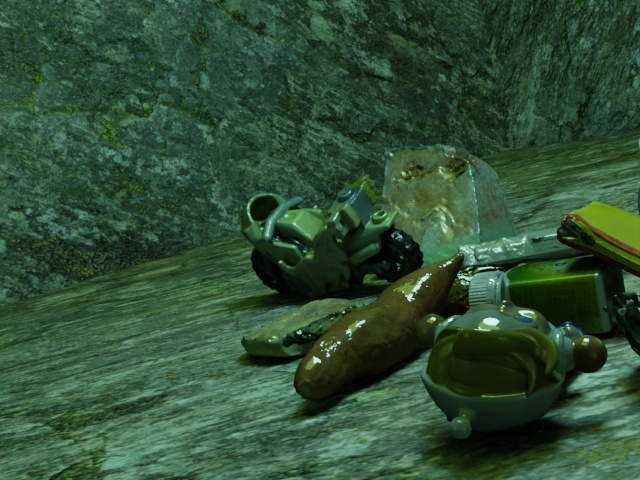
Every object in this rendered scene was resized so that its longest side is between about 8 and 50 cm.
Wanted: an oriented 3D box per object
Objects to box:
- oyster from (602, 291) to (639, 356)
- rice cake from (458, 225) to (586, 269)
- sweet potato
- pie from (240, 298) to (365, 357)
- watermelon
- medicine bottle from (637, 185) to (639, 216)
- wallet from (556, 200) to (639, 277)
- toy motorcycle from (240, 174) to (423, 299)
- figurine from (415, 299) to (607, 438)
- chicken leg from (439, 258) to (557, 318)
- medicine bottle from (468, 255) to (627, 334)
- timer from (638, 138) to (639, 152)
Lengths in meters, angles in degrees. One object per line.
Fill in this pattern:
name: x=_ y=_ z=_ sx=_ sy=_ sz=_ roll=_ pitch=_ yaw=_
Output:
oyster: x=0.389 y=0.104 z=0.907 sx=0.252 sy=0.087 sz=0.199 roll=26 pitch=-3 yaw=36
rice cake: x=0.380 y=0.015 z=1.686 sx=0.256 sy=0.057 sz=0.052 roll=-11 pitch=6 yaw=10
sweet potato: x=0.081 y=0.128 z=1.251 sx=0.354 sy=0.095 sz=0.106 roll=-33 pitch=-26 yaw=-39
pie: x=-0.030 y=0.139 z=1.493 sx=0.218 sy=0.052 sz=0.185 roll=-19 pitch=11 yaw=-28
watermelon: x=0.257 y=-0.049 z=1.895 sx=0.264 sy=0.302 sz=0.151 roll=-9 pitch=-29 yaw=32
medicine bottle: x=0.574 y=-0.046 z=1.411 sx=0.165 sy=0.165 sz=0.273 roll=-10 pitch=8 yaw=20
wallet: x=0.428 y=0.024 z=1.170 sx=0.241 sy=0.067 sz=0.141 roll=26 pitch=24 yaw=27
toy motorcycle: x=0.000 y=0.000 z=1.807 sx=0.410 sy=0.237 sz=0.169 roll=-6 pitch=37 yaw=38
figurine: x=0.196 y=0.127 z=0.981 sx=0.193 sy=0.133 sz=0.274 roll=6 pitch=1 yaw=9
chicken leg: x=0.259 y=0.075 z=1.431 sx=0.322 sy=0.083 sz=0.177 roll=-8 pitch=0 yaw=20
medicine bottle: x=0.304 y=0.078 z=1.244 sx=0.188 sy=0.088 sz=0.132 roll=-8 pitch=9 yaw=29
timer: x=0.704 y=-0.127 z=1.665 sx=0.194 sy=0.192 sz=0.195 roll=-8 pitch=9 yaw=33
